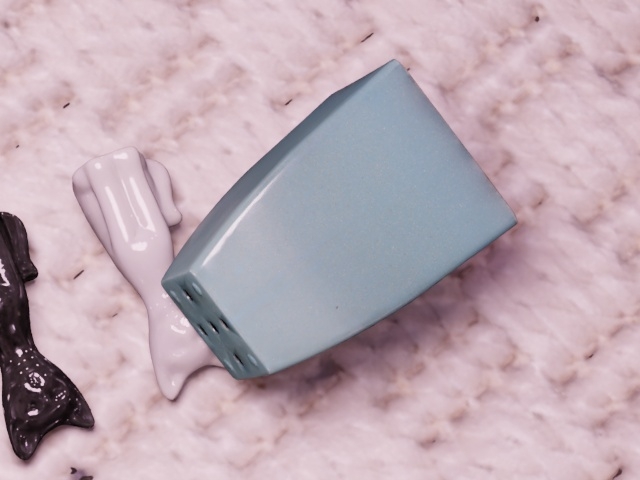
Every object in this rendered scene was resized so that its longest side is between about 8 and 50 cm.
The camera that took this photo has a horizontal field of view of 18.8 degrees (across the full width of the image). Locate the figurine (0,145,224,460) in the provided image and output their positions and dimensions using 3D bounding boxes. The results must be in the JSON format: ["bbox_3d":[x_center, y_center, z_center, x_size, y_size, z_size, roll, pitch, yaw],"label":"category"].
[{"bbox_3d":[-0.194,0.051,1.604,0.215,0.092,0.209,-21,80,-13],"label":"figurine"}]

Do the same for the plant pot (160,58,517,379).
[{"bbox_3d":[0.000,0.000,1.564,0.234,0.166,0.165,-40,97,-20],"label":"plant pot"}]
